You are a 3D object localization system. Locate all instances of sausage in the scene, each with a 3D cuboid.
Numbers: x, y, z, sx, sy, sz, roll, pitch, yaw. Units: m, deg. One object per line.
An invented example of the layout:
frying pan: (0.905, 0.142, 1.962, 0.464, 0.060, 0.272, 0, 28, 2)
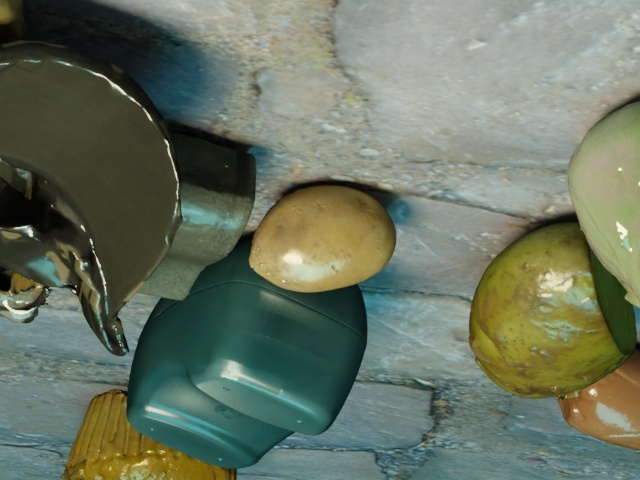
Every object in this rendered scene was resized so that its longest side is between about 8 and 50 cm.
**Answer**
sausage: (0.424, 0.199, 2.236, 0.304, 0.121, 0.121, 14, 156, -14)

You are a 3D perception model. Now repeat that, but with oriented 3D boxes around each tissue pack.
tissue pack: (-0.080, 0.113, 2.063, 0.198, 0.206, 0.287, 24, 150, -19)

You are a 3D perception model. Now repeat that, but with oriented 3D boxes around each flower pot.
flower pot: (-0.148, -0.026, 1.857, 0.108, 0.103, 0.229, 13, 155, -19)

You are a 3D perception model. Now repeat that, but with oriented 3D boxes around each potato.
potato: (0.003, 0.001, 1.892, 0.147, 0.112, 0.112, -4, 156, 5)
potato: (0.245, 0.079, 1.966, 0.176, 0.141, 0.298, -3, 158, -4)

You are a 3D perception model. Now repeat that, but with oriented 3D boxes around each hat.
hat: (-0.280, -0.074, 1.723, 0.366, 0.257, 0.381, 26, 124, -21)

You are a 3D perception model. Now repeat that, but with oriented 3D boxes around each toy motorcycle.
toy motorcycle: (-0.350, 0.026, 2.043, 0.130, 0.094, 0.229, 21, 145, -26)

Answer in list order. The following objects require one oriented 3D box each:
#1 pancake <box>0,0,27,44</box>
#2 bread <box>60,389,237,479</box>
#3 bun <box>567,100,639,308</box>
pancake: (-0.364, -0.184, 1.581, 0.242, 0.050, 0.242, 5, 161, 2)
bread: (-0.229, 0.301, 2.599, 0.240, 0.139, 0.240, 5, 157, 2)
bun: (0.361, -0.006, 1.684, 0.293, 0.187, 0.293, 3, 155, 2)
